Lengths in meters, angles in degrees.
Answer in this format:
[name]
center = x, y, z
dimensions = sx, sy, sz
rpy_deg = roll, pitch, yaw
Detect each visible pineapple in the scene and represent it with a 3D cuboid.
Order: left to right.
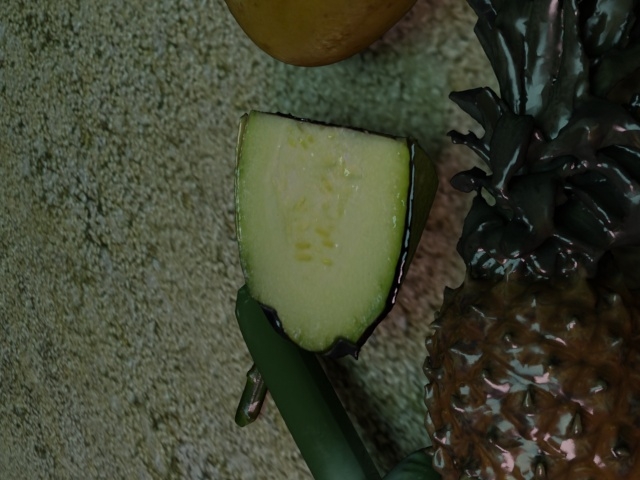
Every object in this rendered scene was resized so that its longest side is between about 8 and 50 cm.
[pineapple]
center = 0.142, -0.013, 0.471
dimensions = 0.165, 0.165, 0.364
rpy_deg = 8, 97, 44

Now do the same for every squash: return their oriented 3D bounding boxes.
[squash]
center = 0.018, -0.006, 0.640
dimensions = 0.192, 0.085, 0.184
rpy_deg = 20, 111, 43

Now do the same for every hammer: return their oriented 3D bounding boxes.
[hammer]
center = 0.012, 0.167, 0.656
dimensions = 0.206, 0.119, 0.335
rpy_deg = -54, 52, 33

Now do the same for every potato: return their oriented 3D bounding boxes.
[potato]
center = -0.008, -0.212, 0.601
dimensions = 0.203, 0.178, 0.158
rpy_deg = 33, 135, 11

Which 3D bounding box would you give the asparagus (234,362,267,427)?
[asparagus]
center = -0.059, 0.132, 0.772
dimensions = 0.025, 0.021, 0.108
rpy_deg = 34, 117, 32
